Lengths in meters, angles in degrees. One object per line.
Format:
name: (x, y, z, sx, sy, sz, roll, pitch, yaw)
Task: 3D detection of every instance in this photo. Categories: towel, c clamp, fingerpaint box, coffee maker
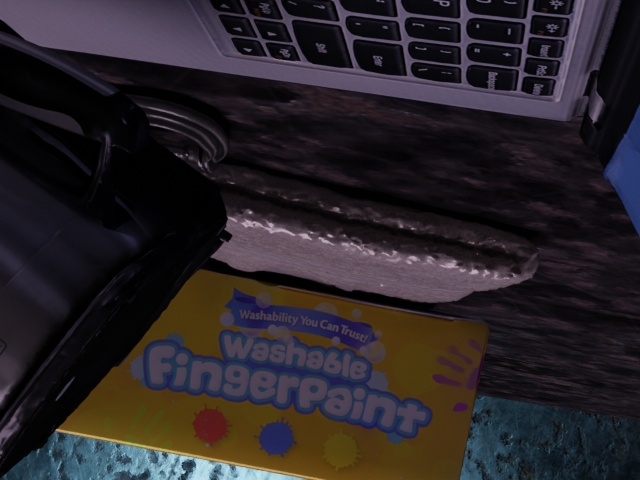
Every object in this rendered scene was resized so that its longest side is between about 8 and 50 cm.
towel: (0.000, 0.000, 0.847, 0.282, 0.049, 0.187, 12, 171, -11)
c clamp: (-0.122, -0.067, 0.694, 0.160, 0.022, 0.137, 9, 165, 21)
fingerpaint box: (-0.100, 0.107, 1.101, 0.444, 0.163, 0.371, 11, 177, -3)
coffee maker: (-0.133, -0.022, 0.389, 0.178, 0.120, 0.171, 39, 176, 0)

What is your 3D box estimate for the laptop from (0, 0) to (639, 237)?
laptop: (0.018, 0.002, 0.295, 0.408, 0.236, 0.382, 9, 169, 9)
